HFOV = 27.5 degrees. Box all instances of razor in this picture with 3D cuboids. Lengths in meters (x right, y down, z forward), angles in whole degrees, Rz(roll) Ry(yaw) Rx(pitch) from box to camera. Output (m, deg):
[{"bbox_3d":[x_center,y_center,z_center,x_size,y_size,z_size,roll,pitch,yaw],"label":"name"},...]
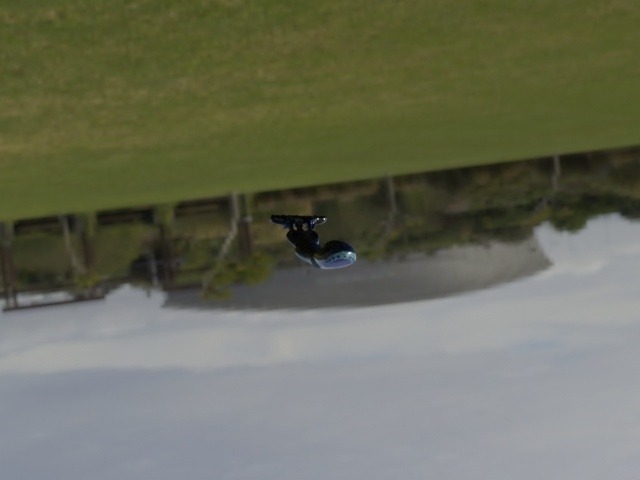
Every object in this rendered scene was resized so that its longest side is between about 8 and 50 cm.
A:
[{"bbox_3d":[0.000,0.004,0.927,0.044,0.028,0.154,0,-171,-14],"label":"razor"}]
